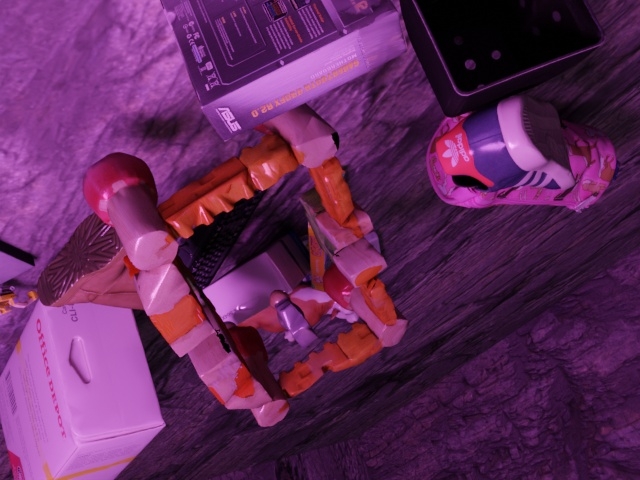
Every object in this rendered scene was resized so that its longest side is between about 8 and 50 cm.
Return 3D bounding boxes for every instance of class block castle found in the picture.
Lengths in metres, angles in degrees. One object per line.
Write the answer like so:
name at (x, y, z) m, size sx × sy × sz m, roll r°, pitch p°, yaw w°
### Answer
block castle at (-0.085, 0.021, 0.960) m, size 0.303 × 0.213 × 0.453 m, roll -33°, pitch 135°, yaw -8°

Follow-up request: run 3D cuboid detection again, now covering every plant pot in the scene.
plant pot at (0.205, -0.260, 0.886) m, size 0.187 × 0.188 × 0.167 m, roll -22°, pitch 169°, yaw -5°

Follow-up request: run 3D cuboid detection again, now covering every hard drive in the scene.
hard drive at (-0.512, 0.047, 1.041) m, size 0.135 × 0.022 × 0.094 m, roll -27°, pitch 156°, yaw 7°

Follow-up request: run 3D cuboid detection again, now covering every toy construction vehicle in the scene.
toy construction vehicle at (-0.512, 0.105, 1.112) m, size 0.086 × 0.035 × 0.098 m, roll -29°, pitch 170°, yaw 21°

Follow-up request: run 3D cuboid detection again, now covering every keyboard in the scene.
keyboard at (-0.192, 0.010, 1.111) m, size 0.201 × 0.033 × 0.317 m, roll -15°, pitch 144°, yaw -53°

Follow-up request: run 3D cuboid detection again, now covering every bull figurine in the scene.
bull figurine at (-0.076, 0.156, 1.520) m, size 0.310 × 0.101 × 0.188 m, roll 3°, pitch 148°, yaw -20°

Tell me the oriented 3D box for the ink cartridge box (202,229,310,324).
ink cartridge box at (-0.107, 0.068, 1.256) m, size 0.148 × 0.086 × 0.203 m, roll -32°, pitch -177°, yaw 15°

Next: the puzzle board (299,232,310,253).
puzzle board at (0.000, 0.000, 1.408) m, size 0.128 × 0.011 × 0.096 m, roll -26°, pitch 155°, yaw 5°

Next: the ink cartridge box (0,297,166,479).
ink cartridge box at (-0.455, 0.301, 1.289) m, size 0.160 × 0.279 × 0.384 m, roll -3°, pitch 149°, yaw -39°

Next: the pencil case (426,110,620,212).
pencil case at (0.364, -0.139, 1.254) m, size 0.386 × 0.167 × 0.160 m, roll -1°, pitch 126°, yaw -36°

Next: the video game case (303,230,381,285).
video game case at (0.048, 0.060, 1.557) m, size 0.183 × 0.023 × 0.201 m, roll -23°, pitch 156°, yaw -2°

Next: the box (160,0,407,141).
box at (-0.051, -0.227, 0.646) m, size 0.183 × 0.231 × 0.056 m, roll -26°, pitch 152°, yaw 3°

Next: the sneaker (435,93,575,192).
sneaker at (0.272, -0.128, 1.029) m, size 0.148 × 0.131 × 0.350 m, roll -18°, pitch 167°, yaw 28°

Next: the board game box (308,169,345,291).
board game box at (0.012, -0.019, 1.247) m, size 0.039 × 0.124 × 0.259 m, roll 14°, pitch 152°, yaw 12°

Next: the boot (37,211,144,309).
boot at (-0.291, 0.038, 1.155) m, size 0.236 × 0.089 × 0.269 m, roll -33°, pitch 157°, yaw 26°
